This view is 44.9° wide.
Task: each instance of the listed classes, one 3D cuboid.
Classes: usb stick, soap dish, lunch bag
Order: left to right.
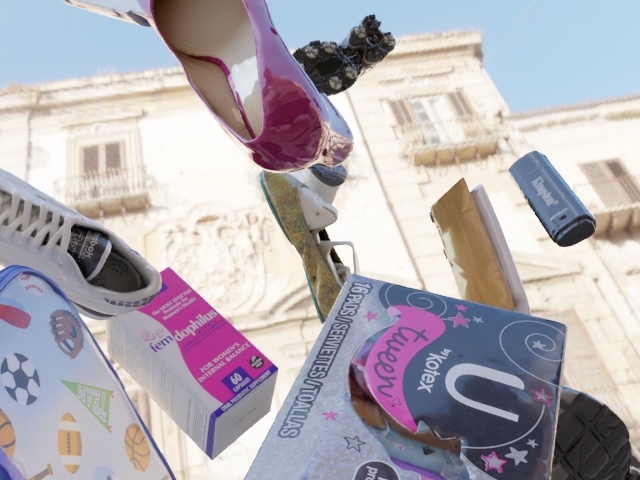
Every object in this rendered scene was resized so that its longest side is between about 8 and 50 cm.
[{"bbox_3d":[-0.205,0.188,0.545,0.114,0.243,0.304,-23,-70,11],"label":"lunch bag"},{"bbox_3d":[0.308,0.059,1.483,0.118,0.291,0.229,-20,-32,9],"label":"soap dish"},{"bbox_3d":[0.395,-0.077,1.340,0.077,0.278,0.045,-29,-61,12],"label":"usb stick"}]

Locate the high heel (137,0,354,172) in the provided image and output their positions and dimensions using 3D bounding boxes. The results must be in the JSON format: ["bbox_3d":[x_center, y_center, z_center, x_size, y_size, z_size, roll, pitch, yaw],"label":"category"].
[{"bbox_3d":[-0.080,-0.138,0.520,0.082,0.244,0.117,-41,-15,20],"label":"high heel"}]

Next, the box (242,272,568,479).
[{"bbox_3d":[0.041,0.159,0.411,0.142,0.247,0.164,13,-55,13],"label":"box"}]

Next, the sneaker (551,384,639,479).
[{"bbox_3d":[0.287,0.235,0.828,0.101,0.106,0.267,-44,-65,0],"label":"sneaker"}]

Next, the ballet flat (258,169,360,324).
[{"bbox_3d":[0.000,0.000,1.482,0.123,0.123,0.349,-22,-80,6],"label":"ballet flat"}]

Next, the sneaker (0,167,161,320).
[{"bbox_3d":[-0.245,-0.009,0.665,0.235,0.090,0.094,30,-21,-27],"label":"sneaker"}]

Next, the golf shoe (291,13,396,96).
[{"bbox_3d":[0.025,-0.307,1.405,0.272,0.105,0.120,-34,-3,-35],"label":"golf shoe"}]

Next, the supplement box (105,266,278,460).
[{"bbox_3d":[-0.173,0.157,1.020,0.111,0.220,0.114,-36,-27,-35],"label":"supplement box"}]

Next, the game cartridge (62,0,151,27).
[{"bbox_3d":[-0.342,-0.504,1.354,0.068,0.355,0.230,12,-80,-51],"label":"game cartridge"}]

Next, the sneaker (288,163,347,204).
[{"bbox_3d":[-0.043,-0.151,1.640,0.110,0.297,0.129,7,-60,-22],"label":"sneaker"}]
